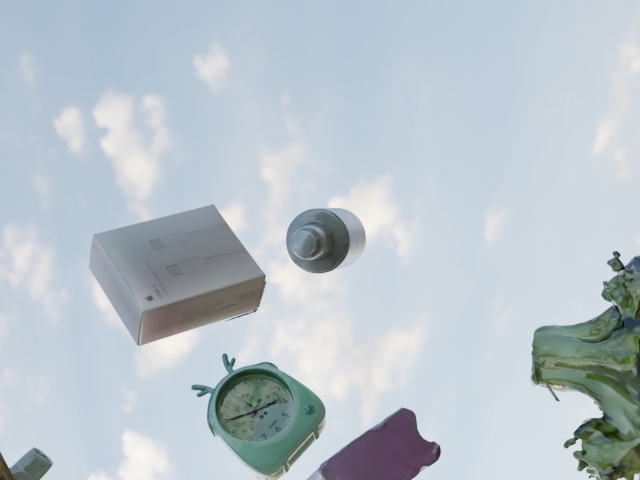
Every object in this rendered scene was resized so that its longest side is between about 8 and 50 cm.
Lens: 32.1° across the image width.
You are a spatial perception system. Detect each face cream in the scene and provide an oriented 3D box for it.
[{"bbox_3d":[0.000,0.000,1.675,0.251,0.101,0.101,-6,-69,-78],"label":"face cream"}]

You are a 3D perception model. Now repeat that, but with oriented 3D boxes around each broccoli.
[{"bbox_3d":[0.412,0.156,1.424,0.348,0.280,0.294,-4,-83,-77],"label":"broccoli"}]

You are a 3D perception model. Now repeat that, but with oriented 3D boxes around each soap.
[{"bbox_3d":[0.036,0.252,1.152,0.122,0.065,0.203,-30,-14,-26],"label":"soap"}]

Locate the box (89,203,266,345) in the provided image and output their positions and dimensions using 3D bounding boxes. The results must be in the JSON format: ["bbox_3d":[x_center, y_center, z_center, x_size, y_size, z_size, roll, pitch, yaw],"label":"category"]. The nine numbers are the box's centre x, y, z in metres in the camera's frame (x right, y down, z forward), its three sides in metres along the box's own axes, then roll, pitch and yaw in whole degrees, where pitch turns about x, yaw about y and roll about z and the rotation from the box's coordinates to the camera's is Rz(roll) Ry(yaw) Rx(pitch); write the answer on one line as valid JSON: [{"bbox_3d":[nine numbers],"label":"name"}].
[{"bbox_3d":[-0.255,0.058,1.984,0.251,0.203,0.106,-16,-38,-30],"label":"box"}]

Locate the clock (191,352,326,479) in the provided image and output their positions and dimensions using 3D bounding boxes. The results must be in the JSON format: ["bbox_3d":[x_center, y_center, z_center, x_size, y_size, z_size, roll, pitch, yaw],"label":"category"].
[{"bbox_3d":[-0.105,0.271,1.782,0.159,0.211,0.066,-43,-24,-21],"label":"clock"}]

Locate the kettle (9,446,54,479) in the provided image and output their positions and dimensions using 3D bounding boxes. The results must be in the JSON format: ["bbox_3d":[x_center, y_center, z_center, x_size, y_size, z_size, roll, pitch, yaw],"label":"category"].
[{"bbox_3d":[-0.507,0.448,1.511,0.265,0.205,0.318,-1,-38,-48],"label":"kettle"}]

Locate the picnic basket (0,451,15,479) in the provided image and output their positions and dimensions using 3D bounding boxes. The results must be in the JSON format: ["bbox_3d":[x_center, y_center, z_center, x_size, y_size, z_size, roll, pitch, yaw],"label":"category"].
[{"bbox_3d":[-0.491,0.271,1.135,0.175,0.312,0.228,-39,-72,-56],"label":"picnic basket"}]
